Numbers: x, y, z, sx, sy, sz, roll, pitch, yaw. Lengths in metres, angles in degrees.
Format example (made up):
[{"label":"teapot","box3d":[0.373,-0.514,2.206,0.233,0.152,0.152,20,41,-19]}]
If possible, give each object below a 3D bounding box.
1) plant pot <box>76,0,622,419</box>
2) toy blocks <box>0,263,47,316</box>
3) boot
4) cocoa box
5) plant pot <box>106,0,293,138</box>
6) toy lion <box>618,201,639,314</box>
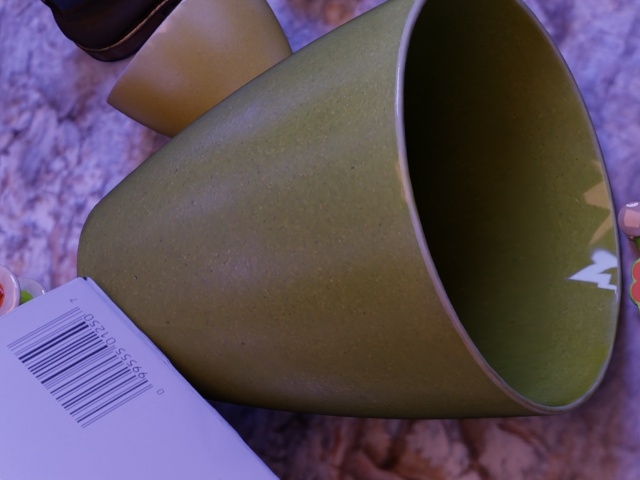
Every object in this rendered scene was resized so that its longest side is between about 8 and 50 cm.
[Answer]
[{"label":"plant pot","box3d":[0.000,0.000,1.239,0.293,0.275,0.274,-15,73,32]},{"label":"toy blocks","box3d":[-0.277,0.035,1.372,0.123,0.148,0.054,4,80,22]},{"label":"boot","box3d":[-0.117,-0.230,1.396,0.082,0.106,0.219,39,93,23]},{"label":"cocoa box","box3d":[-0.141,0.245,1.177,0.231,0.228,0.347,-30,64,-37]},{"label":"plant pot","box3d":[-0.069,-0.116,1.352,0.095,0.134,0.134,41,94,-2]},{"label":"toy lion","box3d":[0.242,0.010,1.248,0.100,0.034,0.096,-26,80,8]}]
